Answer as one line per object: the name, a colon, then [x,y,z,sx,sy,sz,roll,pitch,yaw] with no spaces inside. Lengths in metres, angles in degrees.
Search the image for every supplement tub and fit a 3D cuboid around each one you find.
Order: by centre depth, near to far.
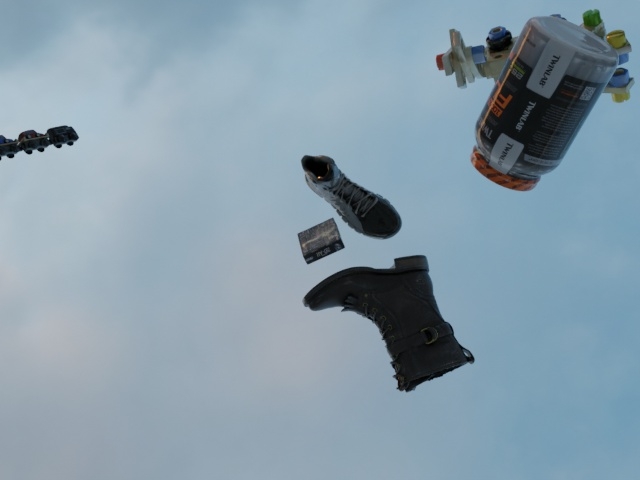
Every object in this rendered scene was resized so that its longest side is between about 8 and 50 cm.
supplement tub: [0.260,-0.161,0.978,0.117,0.117,0.190,43,-53,29]

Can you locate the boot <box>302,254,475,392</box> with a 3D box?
boot: [0.117,0.156,1.433,0.263,0.091,0.228,-15,-109,-4]

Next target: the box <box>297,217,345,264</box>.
box: [0.000,0.000,1.307,0.067,0.083,0.018,-25,-63,3]

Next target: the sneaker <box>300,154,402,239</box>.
sneaker: [0.046,-0.087,1.530,0.229,0.132,0.086,35,-93,19]

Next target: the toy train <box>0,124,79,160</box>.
toy train: [-0.441,-0.152,1.244,0.027,0.158,0.036,-33,-96,41]

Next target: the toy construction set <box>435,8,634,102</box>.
toy construction set: [0.371,-0.314,1.427,0.328,0.215,0.151,4,-49,13]
